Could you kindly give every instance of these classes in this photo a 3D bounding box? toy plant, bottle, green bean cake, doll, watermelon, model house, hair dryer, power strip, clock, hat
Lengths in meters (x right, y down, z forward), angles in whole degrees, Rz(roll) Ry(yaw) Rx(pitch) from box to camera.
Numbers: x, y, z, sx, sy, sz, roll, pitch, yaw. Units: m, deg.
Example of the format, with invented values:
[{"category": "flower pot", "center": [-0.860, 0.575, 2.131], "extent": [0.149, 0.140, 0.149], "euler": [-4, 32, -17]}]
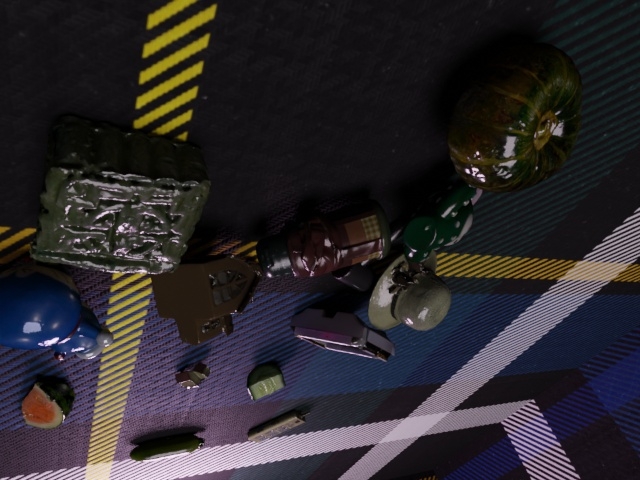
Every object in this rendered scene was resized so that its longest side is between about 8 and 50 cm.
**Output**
[{"category": "toy plant", "center": [0.267, -0.045, 1.017], "extent": [0.232, 0.112, 0.243], "euler": [-46, 164, 9]}, {"category": "bottle", "center": [0.000, 0.000, 0.964], "extent": [0.270, 0.143, 0.156], "euler": [-15, 180, -12]}, {"category": "green bean cake", "center": [-0.328, -0.053, 0.764], "extent": [0.240, 0.132, 0.255], "euler": [7, 134, -35]}, {"category": "doll", "center": [-0.510, 0.140, 0.886], "extent": [0.215, 0.161, 0.257], "euler": [11, 156, 10]}, {"category": "watermelon", "center": [-0.717, 0.433, 1.217], "extent": [0.119, 0.063, 0.245], "euler": [23, 131, -19]}, {"category": "model house", "center": [-0.364, 0.382, 1.318], "extent": [0.083, 0.057, 0.058], "euler": [-23, 118, 34]}, {"category": "hair dryer", "center": [0.146, 0.020, 1.120], "extent": [0.248, 0.071, 0.114], "euler": [-43, 136, 13]}, {"category": "model house", "center": [-0.195, 0.104, 0.977], "extent": [0.180, 0.177, 0.248], "euler": [-6, -174, 35]}, {"category": "power strip", "center": [-0.157, 0.723, 1.815], "extent": [0.267, 0.034, 0.092], "euler": [-27, 140, 8]}, {"category": "clock", "center": [0.060, 0.254, 1.264], "extent": [0.253, 0.084, 0.186], "euler": [1, 156, 37]}, {"category": "hat", "center": [0.256, 0.151, 1.178], "extent": [0.257, 0.130, 0.258], "euler": [-24, 130, -32]}]

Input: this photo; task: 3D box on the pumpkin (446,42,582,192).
[{"category": "pumpkin", "center": [0.333, -0.212, 0.832], "extent": [0.260, 0.189, 0.261], "euler": [-17, 122, -28]}]

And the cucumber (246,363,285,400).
[{"category": "cucumber", "center": [-0.175, 0.439, 1.455], "extent": [0.116, 0.062, 0.115], "euler": [-21, 144, -12]}]

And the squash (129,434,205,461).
[{"category": "squash", "center": [-0.536, 0.734, 1.635], "extent": [0.257, 0.069, 0.069], "euler": [-3, 138, -21]}]
